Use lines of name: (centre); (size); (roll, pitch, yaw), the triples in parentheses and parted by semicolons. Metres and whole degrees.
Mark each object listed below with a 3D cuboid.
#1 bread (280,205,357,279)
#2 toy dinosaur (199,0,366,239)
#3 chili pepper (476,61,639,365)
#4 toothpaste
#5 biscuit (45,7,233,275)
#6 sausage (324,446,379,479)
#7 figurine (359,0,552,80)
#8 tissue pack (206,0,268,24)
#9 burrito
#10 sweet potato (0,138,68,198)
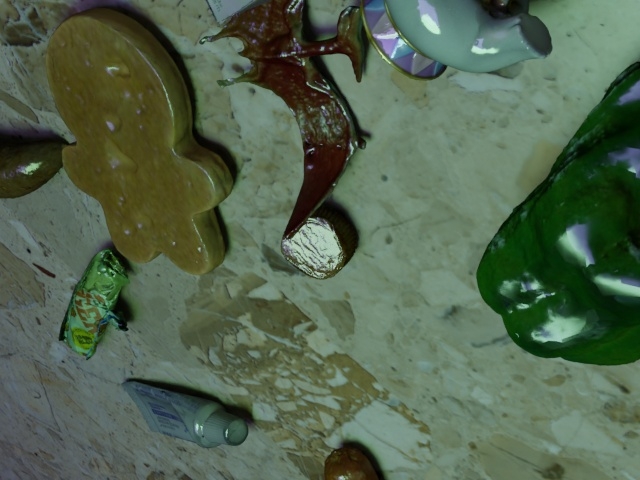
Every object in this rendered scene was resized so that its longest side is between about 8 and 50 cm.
bread: (0.000, 0.000, 1.064); (0.085, 0.053, 0.085); (7, 115, 15)
toy dinosaur: (-0.054, -0.168, 0.934); (0.207, 0.113, 0.327); (26, 136, 21)
chili pepper: (0.279, -0.018, 0.739); (0.213, 0.167, 0.385); (43, 137, 1)
toothpaste: (-0.215, 0.278, 1.456); (0.283, 0.069, 0.099); (0, 94, 46)
biscuit: (-0.228, -0.117, 1.158); (0.275, 0.052, 0.354); (6, 124, 36)
sausage: (0.058, 0.371, 1.291); (0.076, 0.076, 0.197); (-3, 118, 40)
figurine: (0.147, -0.230, 0.703); (0.263, 0.142, 0.189); (-33, 75, 47)
tissue pack: (-0.063, -0.326, 0.761); (0.092, 0.149, 0.246); (-9, 109, 56)
burrito: (-0.338, 0.111, 1.422); (0.104, 0.054, 0.288); (40, 138, 6)
sweet potato: (-0.503, -0.118, 1.355); (0.342, 0.092, 0.114); (15, 105, 30)
